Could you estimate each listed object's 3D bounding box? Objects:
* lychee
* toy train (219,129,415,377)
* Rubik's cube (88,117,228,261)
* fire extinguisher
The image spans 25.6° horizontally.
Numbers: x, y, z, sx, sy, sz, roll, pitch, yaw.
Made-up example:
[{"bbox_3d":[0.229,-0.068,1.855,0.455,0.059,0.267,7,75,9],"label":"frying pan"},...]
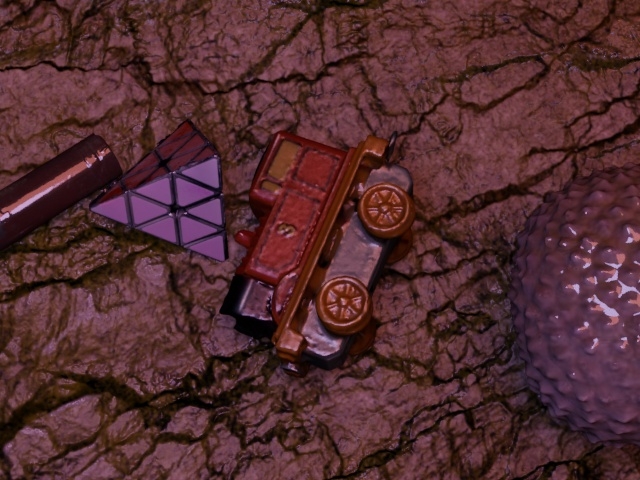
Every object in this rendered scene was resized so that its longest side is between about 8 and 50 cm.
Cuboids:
[{"bbox_3d":[0.437,0.086,1.844,0.432,0.380,0.380,4,72,36],"label":"lychee"},{"bbox_3d":[0.000,0.000,1.914,0.232,0.163,0.369,21,75,11],"label":"toy train"},{"bbox_3d":[-0.198,-0.032,1.930,0.190,0.211,0.178,-28,111,-2],"label":"Rubik's cube"},{"bbox_3d":[-0.404,-0.054,1.916,0.268,0.072,0.089,-34,58,-13],"label":"fire extinguisher"}]
